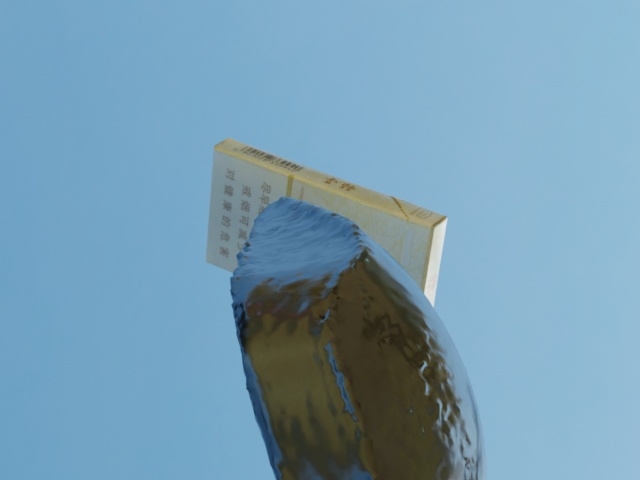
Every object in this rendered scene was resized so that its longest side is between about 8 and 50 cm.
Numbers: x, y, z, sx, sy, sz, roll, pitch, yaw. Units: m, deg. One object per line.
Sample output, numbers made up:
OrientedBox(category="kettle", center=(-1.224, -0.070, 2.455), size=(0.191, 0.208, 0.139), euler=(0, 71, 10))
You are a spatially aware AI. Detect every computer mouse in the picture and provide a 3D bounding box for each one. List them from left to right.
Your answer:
OrientedBox(category="computer mouse", center=(0.024, 0.068, 0.793), size=(0.087, 0.295, 0.168), euler=(-19, -76, 3))

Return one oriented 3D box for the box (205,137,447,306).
OrientedBox(category="box", center=(0.000, 0.000, 1.117), size=(0.167, 0.090, 0.024), euler=(21, -149, 25))
